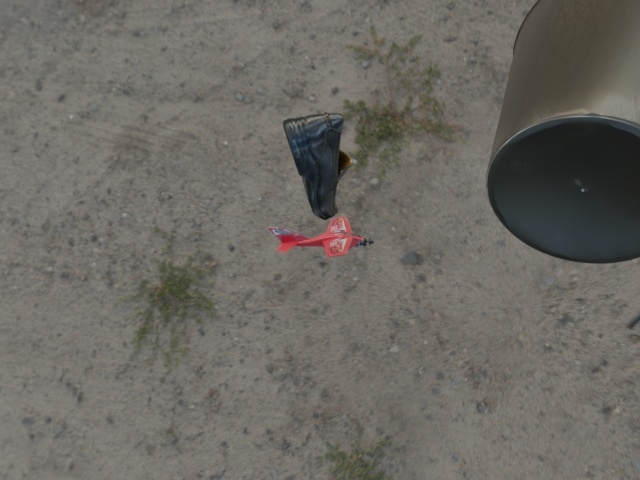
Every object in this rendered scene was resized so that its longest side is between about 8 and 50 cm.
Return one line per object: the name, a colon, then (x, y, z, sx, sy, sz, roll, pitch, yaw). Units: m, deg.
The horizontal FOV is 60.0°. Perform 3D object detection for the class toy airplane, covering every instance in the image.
toy airplane: (0.000, 0.000, 0.783, 0.151, 0.151, 0.028, 12, 113, 21)

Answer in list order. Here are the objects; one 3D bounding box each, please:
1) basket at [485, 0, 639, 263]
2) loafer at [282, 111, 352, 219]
basket: (0.223, -0.105, 0.430, 0.204, 0.154, 0.227, -15, 33, 46)
loafer: (0.007, -0.077, 0.621, 0.061, 0.170, 0.062, -18, 64, 1)
